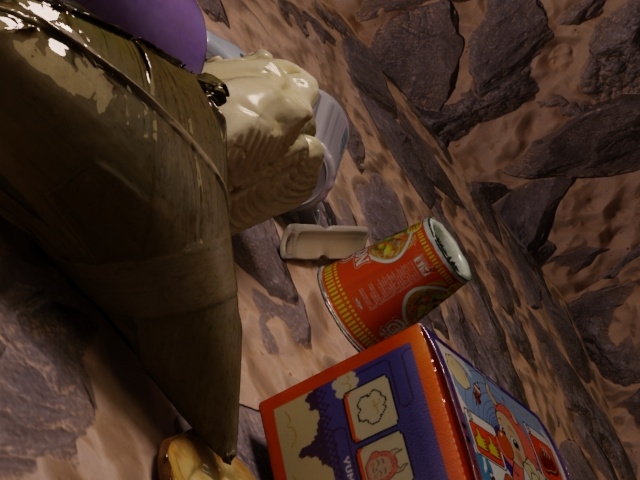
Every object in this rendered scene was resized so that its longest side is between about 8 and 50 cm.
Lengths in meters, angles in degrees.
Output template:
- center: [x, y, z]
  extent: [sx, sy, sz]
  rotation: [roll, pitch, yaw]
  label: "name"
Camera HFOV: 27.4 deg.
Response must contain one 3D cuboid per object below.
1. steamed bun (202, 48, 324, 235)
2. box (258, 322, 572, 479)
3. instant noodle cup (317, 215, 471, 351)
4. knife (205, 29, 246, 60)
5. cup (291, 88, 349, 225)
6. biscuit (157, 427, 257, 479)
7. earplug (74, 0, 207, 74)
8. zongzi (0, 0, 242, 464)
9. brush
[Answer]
- center: [-0.126, -0.148, 1.813]
  extent: [0.289, 0.276, 0.203]
  rotation: [-17, 60, -48]
  label: "steamed bun"
- center: [0.143, 0.333, 1.603]
  extent: [0.348, 0.256, 0.319]
  rotation: [39, 28, -47]
  label: "box"
- center: [0.134, 0.070, 2.209]
  extent: [0.193, 0.212, 0.193]
  rotation: [50, 17, -22]
  label: "instant noodle cup"
- center: [-0.236, -0.366, 2.293]
  extent: [0.331, 0.044, 0.080]
  rotation: [30, 37, -46]
  label: "knife"
- center: [-0.024, -0.133, 2.230]
  extent: [0.221, 0.167, 0.202]
  rotation: [50, 20, -16]
  label: "cup"
- center: [-0.097, 0.312, 1.382]
  extent: [0.203, 0.041, 0.260]
  rotation: [39, 24, -54]
  label: "biscuit"
- center: [-0.286, -0.307, 1.500]
  extent: [0.215, 0.215, 0.456]
  rotation: [62, 2, 18]
  label: "earplug"
- center: [-0.246, -0.030, 1.311]
  extent: [0.500, 0.218, 0.467]
  rotation: [26, 41, -55]
  label: "zongzi"
- center: [0.000, 0.000, 2.238]
  extent: [0.321, 0.050, 0.060]
  rotation: [1, 102, -65]
  label: "brush"
